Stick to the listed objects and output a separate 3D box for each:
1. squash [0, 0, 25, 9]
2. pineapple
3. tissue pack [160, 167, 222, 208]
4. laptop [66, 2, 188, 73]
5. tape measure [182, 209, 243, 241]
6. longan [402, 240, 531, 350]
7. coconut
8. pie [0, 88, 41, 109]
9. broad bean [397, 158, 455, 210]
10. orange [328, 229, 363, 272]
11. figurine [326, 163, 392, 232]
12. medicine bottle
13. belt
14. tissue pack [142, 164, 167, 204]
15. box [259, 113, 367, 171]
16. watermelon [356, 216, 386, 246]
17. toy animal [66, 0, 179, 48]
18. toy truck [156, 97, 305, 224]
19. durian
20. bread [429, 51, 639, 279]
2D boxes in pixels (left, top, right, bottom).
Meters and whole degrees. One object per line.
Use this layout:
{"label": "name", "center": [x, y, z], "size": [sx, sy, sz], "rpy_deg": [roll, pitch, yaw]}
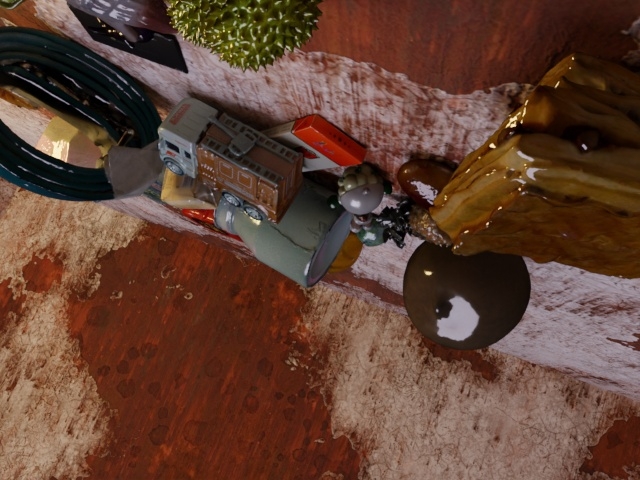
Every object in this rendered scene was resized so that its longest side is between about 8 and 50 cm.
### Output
{"label": "squash", "center": [-0.331, -0.368, 0.495], "size": [0.234, 0.210, 0.309], "rpy_deg": [15, 178, -33]}
{"label": "pineapple", "center": [0.207, -0.042, 1.230], "size": [0.111, 0.119, 0.237], "rpy_deg": [41, 162, -23]}
{"label": "tissue pack", "center": [-0.300, -0.170, 1.387], "size": [0.090, 0.186, 0.222], "rpy_deg": [22, 169, -34]}
{"label": "laptop", "center": [-0.338, -0.358, 1.016], "size": [0.197, 0.016, 0.135], "rpy_deg": [21, 170, 2]}
{"label": "tape measure", "center": [-0.362, -0.097, 2.006], "size": [0.261, 0.114, 0.253], "rpy_deg": [20, 169, 25]}
{"label": "longan", "center": [0.330, 0.106, 1.305], "size": [0.297, 0.297, 0.297], "rpy_deg": [21, 168, 4]}
{"label": "coconut", "center": [-0.690, -0.241, 1.661], "size": [0.245, 0.233, 0.233], "rpy_deg": [20, 169, 27]}
{"label": "pie", "center": [-0.881, -0.426, 1.597], "size": [0.195, 0.046, 0.195], "rpy_deg": [22, 169, 4]}
{"label": "broad bean", "center": [0.219, -0.096, 1.059], "size": [0.165, 0.084, 0.114], "rpy_deg": [35, 143, -25]}
{"label": "orange", "center": [0.000, 0.000, 1.619], "size": [0.249, 0.183, 0.249], "rpy_deg": [21, 167, 5]}
{"label": "figurine", "center": [0.086, -0.090, 1.236], "size": [0.147, 0.093, 0.197], "rpy_deg": [-15, 160, -6]}
{"label": "medicine bottle", "center": [-0.092, -0.051, 1.408], "size": [0.290, 0.245, 0.245], "rpy_deg": [28, 170, 13]}
{"label": "belt", "center": [-0.542, -0.243, 1.189], "size": [0.437, 0.300, 0.173], "rpy_deg": [28, 167, -30]}
{"label": "tissue pack", "center": [-0.524, -0.198, 1.851], "size": [0.228, 0.103, 0.316], "rpy_deg": [33, 163, -37]}
{"label": "box", "center": [-0.028, -0.192, 1.164], "size": [0.139, 0.035, 0.245], "rpy_deg": [31, 167, -31]}
{"label": "watermelon", "center": [0.144, -0.027, 1.528], "size": [0.085, 0.092, 0.072], "rpy_deg": [25, -150, 28]}
{"label": "toy animal", "center": [-0.324, -0.362, 0.784], "size": [0.195, 0.090, 0.324], "rpy_deg": [16, 169, 25]}
{"label": "toy truck", "center": [-0.188, -0.175, 1.178], "size": [0.305, 0.136, 0.162], "rpy_deg": [29, 156, 7]}
{"label": "durian", "center": [-0.097, -0.274, 0.642], "size": [0.198, 0.146, 0.159], "rpy_deg": [10, 162, 30]}
{"label": "bread", "center": [0.342, -0.075, 0.685], "size": [0.370, 0.191, 0.314], "rpy_deg": [10, 164, -6]}
